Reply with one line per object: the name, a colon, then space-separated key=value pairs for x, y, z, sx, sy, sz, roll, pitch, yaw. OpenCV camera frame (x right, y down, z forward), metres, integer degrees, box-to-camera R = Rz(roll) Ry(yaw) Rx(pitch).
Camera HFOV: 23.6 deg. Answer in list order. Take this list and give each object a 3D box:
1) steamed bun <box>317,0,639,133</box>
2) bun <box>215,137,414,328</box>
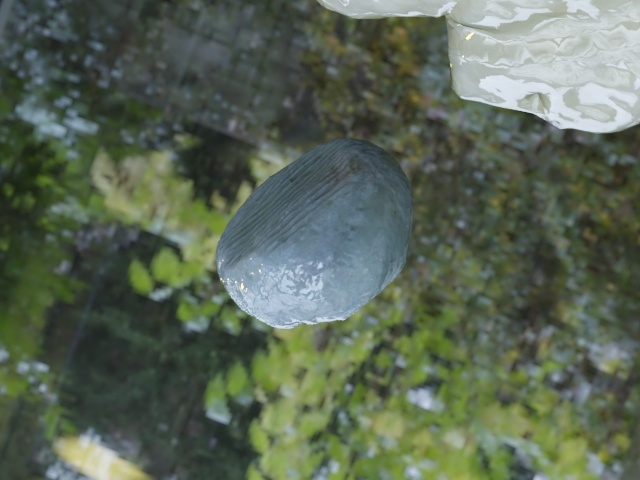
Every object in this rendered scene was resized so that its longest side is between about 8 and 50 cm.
steamed bun: x=0.078 y=-0.141 z=0.370 sx=0.295 sy=0.137 sz=0.292 roll=20 pitch=160 yaw=22
bun: x=0.000 y=0.000 z=0.536 sx=0.045 sy=0.083 sz=0.083 roll=52 pitch=178 yaw=-20
